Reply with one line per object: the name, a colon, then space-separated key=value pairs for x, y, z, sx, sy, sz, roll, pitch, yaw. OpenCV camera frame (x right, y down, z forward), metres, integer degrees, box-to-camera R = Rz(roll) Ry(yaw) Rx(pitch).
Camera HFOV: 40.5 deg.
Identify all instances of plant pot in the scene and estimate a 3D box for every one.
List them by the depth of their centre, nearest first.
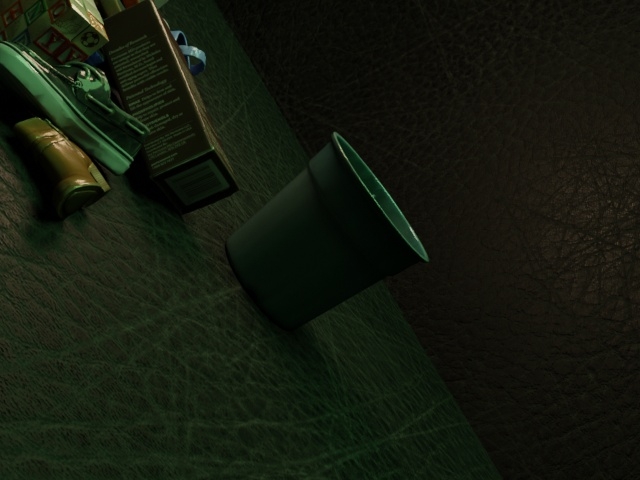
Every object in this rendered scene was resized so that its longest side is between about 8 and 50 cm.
plant pot: x=0.000 y=0.000 z=1.875 sx=0.341 sy=0.334 sz=0.341 roll=51 pitch=12 yaw=-15

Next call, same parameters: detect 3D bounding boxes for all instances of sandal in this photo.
sandal: x=-0.389 y=-0.474 z=2.179 sx=0.317 sy=0.138 sz=0.126 roll=48 pitch=6 yaw=27

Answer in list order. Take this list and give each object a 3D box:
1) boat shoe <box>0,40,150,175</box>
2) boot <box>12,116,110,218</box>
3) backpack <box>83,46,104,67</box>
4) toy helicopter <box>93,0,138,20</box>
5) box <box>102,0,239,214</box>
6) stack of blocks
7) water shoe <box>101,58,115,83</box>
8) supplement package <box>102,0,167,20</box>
boat shoe: x=-0.395 y=-0.231 z=1.387 sx=0.121 sy=0.119 sz=0.335 roll=30 pitch=-10 yaw=29
boot: x=-0.388 y=-0.112 z=1.257 sx=0.152 sy=0.073 sz=0.197 roll=50 pitch=0 yaw=-7
backpack: x=-0.472 y=-0.374 z=1.635 sx=0.098 sy=0.101 sz=0.120 roll=64 pitch=4 yaw=19
toy helicopter: x=-0.490 y=-0.589 z=1.720 sx=0.355 sy=0.140 sz=0.235 roll=65 pitch=-8 yaw=-20
box: x=-0.305 y=-0.264 z=1.717 sx=0.191 sy=0.143 sz=0.381 roll=63 pitch=4 yaw=-66
stack of blocks: x=-0.481 y=-0.393 z=1.464 sx=0.087 sy=0.171 sz=0.297 roll=41 pitch=16 yaw=-51
water shoe: x=-0.434 y=-0.361 z=1.909 sx=0.203 sy=0.073 sz=0.080 roll=52 pitch=39 yaw=-21
supplement package: x=-0.516 y=-0.660 z=2.078 sx=0.198 sy=0.199 sz=0.262 roll=38 pitch=19 yaw=-54
